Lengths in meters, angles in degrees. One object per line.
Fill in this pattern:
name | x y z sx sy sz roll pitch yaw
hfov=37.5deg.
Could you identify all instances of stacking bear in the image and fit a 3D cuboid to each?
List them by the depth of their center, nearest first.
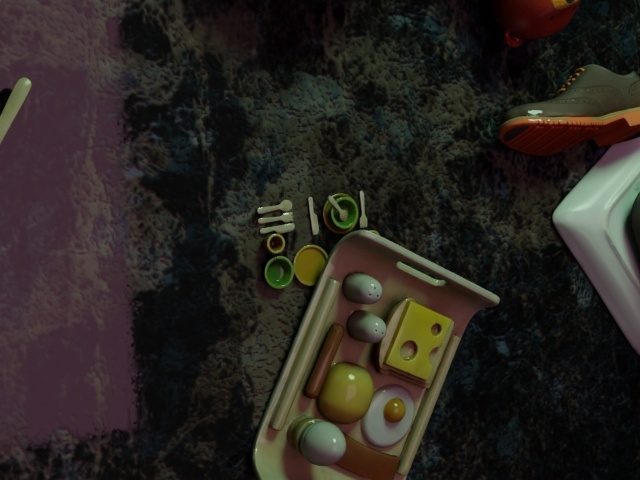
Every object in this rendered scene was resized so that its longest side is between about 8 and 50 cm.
stacking bear | 0.247 -0.387 1.150 0.175 0.164 0.289 -28 115 -28

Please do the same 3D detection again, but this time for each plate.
plate | 0.486 -0.021 1.357 0.277 0.045 0.278 -45 111 -20

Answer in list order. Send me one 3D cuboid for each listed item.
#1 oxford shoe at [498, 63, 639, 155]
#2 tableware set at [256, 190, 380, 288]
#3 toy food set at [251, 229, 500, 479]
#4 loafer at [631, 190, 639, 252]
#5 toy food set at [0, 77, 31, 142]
oxford shoe | 0.335 -0.177 1.254 0.271 0.097 0.098 -8 75 -33
tableware set | 0.000 0.000 1.096 0.154 0.024 0.104 -10 96 -29
toy food set | 0.073 0.168 1.092 0.219 0.092 0.306 25 85 -27
loafer | 0.542 0.085 1.290 0.134 0.130 0.366 -37 109 -23
toy food set | -0.380 -0.143 0.876 0.192 0.038 0.132 30 71 -15
